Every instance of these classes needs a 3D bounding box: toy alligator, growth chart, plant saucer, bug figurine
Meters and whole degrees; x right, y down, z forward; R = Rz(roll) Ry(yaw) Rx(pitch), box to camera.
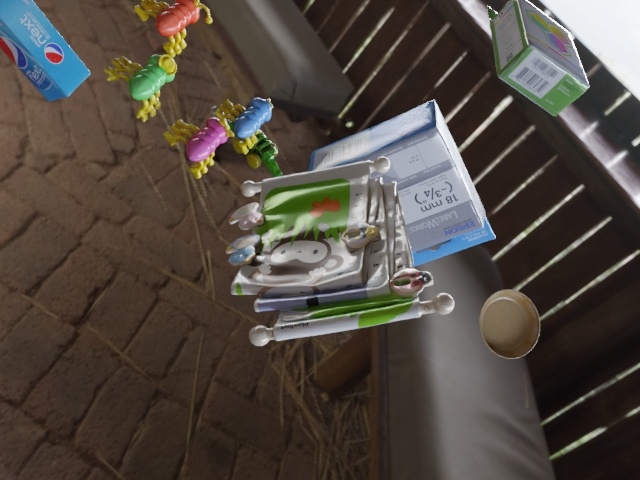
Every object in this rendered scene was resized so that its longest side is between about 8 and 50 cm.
[{"bbox_3d":[-0.134,-0.195,1.166,0.189,0.051,0.056,47,54,10],"label":"toy alligator"},{"bbox_3d":[0.000,0.000,0.539,0.237,0.172,0.021,-99,174,-53],"label":"growth chart"},{"bbox_3d":[0.227,0.101,0.771,0.084,0.015,0.083,3,81,-16],"label":"plant saucer"},{"bbox_3d":[-0.181,-0.228,0.949,0.279,0.072,0.216,52,49,-29],"label":"bug figurine"}]

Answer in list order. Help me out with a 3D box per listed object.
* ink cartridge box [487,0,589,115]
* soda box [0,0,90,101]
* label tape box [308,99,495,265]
[{"bbox_3d":[0.306,-0.283,0.911,0.109,0.062,0.209,27,43,-19],"label":"ink cartridge box"},{"bbox_3d":[-0.494,-0.342,1.069,0.210,0.067,0.071,56,48,-36],"label":"soda box"},{"bbox_3d":[0.162,-0.054,1.161,0.333,0.241,0.105,56,23,-31],"label":"label tape box"}]
